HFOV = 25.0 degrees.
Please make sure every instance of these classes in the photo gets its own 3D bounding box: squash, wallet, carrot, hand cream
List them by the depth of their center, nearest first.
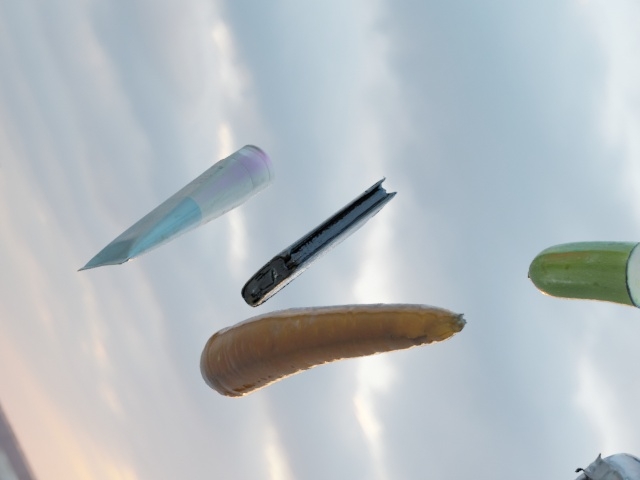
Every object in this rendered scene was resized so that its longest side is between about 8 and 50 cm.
[{"bbox_3d":[-0.008,0.078,1.122,0.271,0.062,0.066,-20,-79,44],"label":"carrot"},{"bbox_3d":[0.000,0.000,1.627,0.031,0.198,0.110,51,-37,3],"label":"wallet"},{"bbox_3d":[-0.192,-0.039,1.969,0.111,0.312,0.070,-9,-71,47],"label":"hand cream"},{"bbox_3d":[0.370,0.040,2.012,0.188,0.095,0.095,4,-57,42],"label":"squash"}]

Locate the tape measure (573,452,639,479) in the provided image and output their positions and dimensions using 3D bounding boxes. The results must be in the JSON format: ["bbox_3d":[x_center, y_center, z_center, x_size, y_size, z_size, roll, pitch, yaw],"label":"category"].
[{"bbox_3d":[0.247,0.254,1.063,0.197,0.120,0.236,53,-8,18],"label":"tape measure"}]
